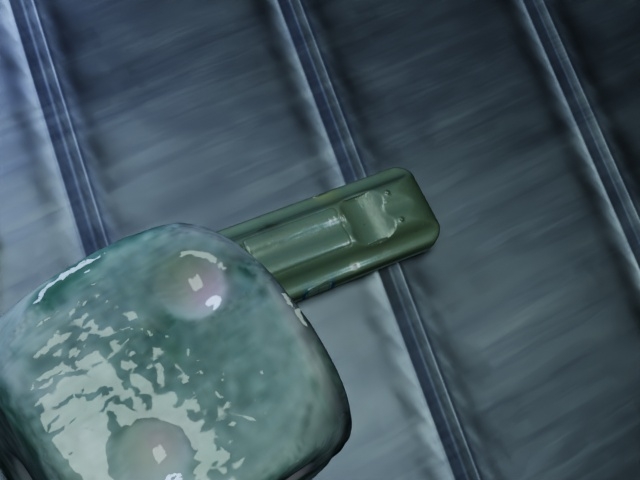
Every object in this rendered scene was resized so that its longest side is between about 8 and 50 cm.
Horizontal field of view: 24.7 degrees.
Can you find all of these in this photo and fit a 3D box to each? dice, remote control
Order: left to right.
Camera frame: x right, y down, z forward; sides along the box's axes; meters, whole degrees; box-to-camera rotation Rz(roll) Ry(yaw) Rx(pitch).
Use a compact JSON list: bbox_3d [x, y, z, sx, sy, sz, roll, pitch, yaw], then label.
[{"bbox_3d":[-0.189,0.199,1.702,0.348,0.328,0.330,-29,76,-23],"label":"dice"},{"bbox_3d":[0.000,0.000,1.984,0.335,0.065,0.128,-21,71,-22],"label":"remote control"}]
